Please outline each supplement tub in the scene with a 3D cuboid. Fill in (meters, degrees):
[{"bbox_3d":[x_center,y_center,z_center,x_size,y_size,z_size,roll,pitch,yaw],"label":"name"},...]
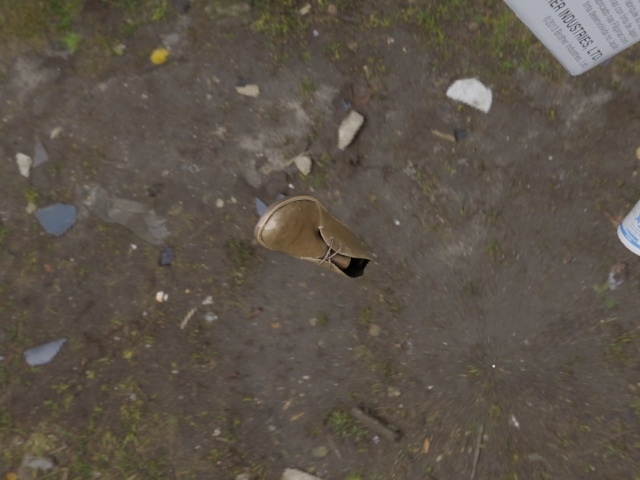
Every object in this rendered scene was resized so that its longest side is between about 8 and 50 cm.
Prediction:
[{"bbox_3d":[0.463,-0.034,1.040,0.071,0.071,0.107,37,131,16],"label":"supplement tub"}]

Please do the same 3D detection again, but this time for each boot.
[{"bbox_3d":[0.000,0.000,1.350,0.115,0.305,0.112,41,102,29],"label":"boot"}]

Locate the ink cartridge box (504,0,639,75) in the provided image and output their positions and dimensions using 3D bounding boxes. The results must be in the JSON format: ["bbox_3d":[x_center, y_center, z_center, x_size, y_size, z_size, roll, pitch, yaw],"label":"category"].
[{"bbox_3d":[0.220,-0.262,0.310,0.396,0.270,0.151,-28,69,27],"label":"ink cartridge box"}]
